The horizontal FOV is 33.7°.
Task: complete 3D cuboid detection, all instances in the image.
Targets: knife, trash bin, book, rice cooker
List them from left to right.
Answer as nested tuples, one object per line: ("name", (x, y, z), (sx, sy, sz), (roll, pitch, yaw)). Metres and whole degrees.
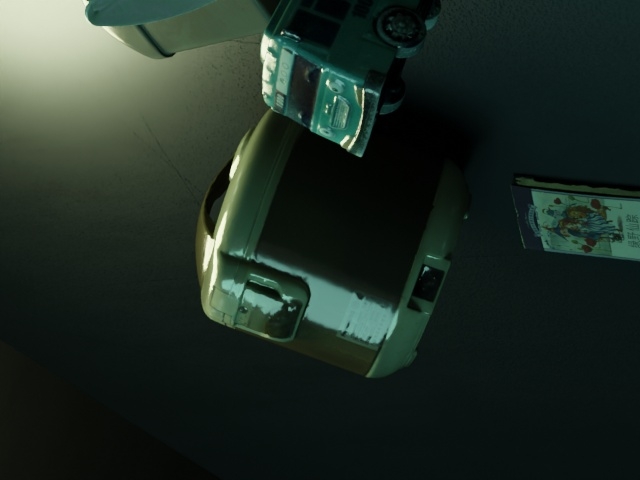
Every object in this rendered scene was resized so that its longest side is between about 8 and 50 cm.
("trash bin", (-0.165, -0.305, 1.226), (0.236, 0.101, 0.177), (-3, 142, 33))
("knife", (-0.071, -0.286, 0.994), (0.043, 0.336, 0.081), (50, 173, 46))
("rice cooker", (0.000, 0.000, 1.398), (0.325, 0.335, 0.335), (20, 152, 0))
("book", (0.377, -0.021, 1.415), (0.231, 0.026, 0.157), (8, 149, 24))

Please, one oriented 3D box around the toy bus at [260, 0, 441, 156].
("toy bus", (0.040, -0.226, 1.049), (0.147, 0.256, 0.128), (23, 152, 5))
